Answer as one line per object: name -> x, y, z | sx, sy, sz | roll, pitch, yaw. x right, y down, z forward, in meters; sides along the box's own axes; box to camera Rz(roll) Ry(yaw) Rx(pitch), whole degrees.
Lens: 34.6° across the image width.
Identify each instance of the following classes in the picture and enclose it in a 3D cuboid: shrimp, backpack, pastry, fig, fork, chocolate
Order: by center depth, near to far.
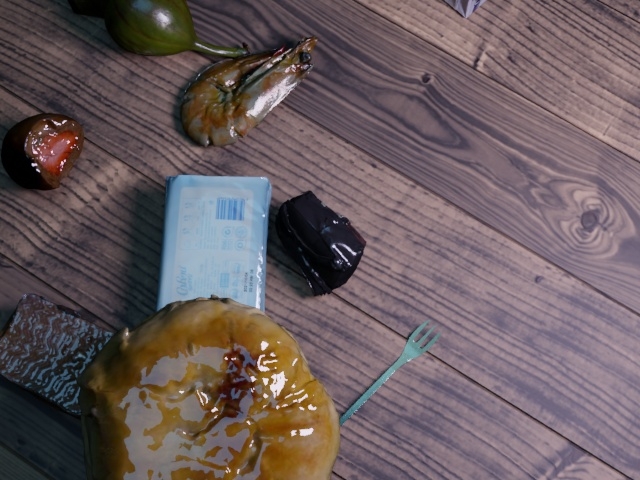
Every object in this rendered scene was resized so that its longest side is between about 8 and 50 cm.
pastry -> -0.171, 0.289, 1.529 | 0.409, 0.245, 0.409 | 1, 80, -8
chocolate -> -0.414, 0.190, 1.649 | 0.214, 0.093, 0.148 | 28, 75, 9
fork -> 0.106, 0.222, 1.683 | 0.235, 0.021, 0.039 | -43, 73, -12
backpack -> 0.000, -0.003, 1.710 | 0.106, 0.120, 0.165 | -24, 72, -31
chocolate -> -0.466, -0.156, 1.753 | 0.127, 0.124, 0.133 | 43, 45, 15
shrimp -> -0.122, -0.280, 1.826 | 0.294, 0.062, 0.154 | -36, 70, -10
fig -> -0.262, -0.371, 1.842 | 0.259, 0.151, 0.151 | 33, 72, -19

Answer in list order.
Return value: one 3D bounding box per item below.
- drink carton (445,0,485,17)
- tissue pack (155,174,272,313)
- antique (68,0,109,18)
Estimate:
drink carton -> 0.280, -0.516, 1.821 | 0.102, 0.222, 0.134 | 42, 76, 13
tissue pack -> -0.175, 0.026, 1.710 | 0.177, 0.089, 0.263 | 2, 74, 1
antique -> -0.397, -0.526, 1.891 | 0.081, 0.080, 0.221 | 11, 72, 5
